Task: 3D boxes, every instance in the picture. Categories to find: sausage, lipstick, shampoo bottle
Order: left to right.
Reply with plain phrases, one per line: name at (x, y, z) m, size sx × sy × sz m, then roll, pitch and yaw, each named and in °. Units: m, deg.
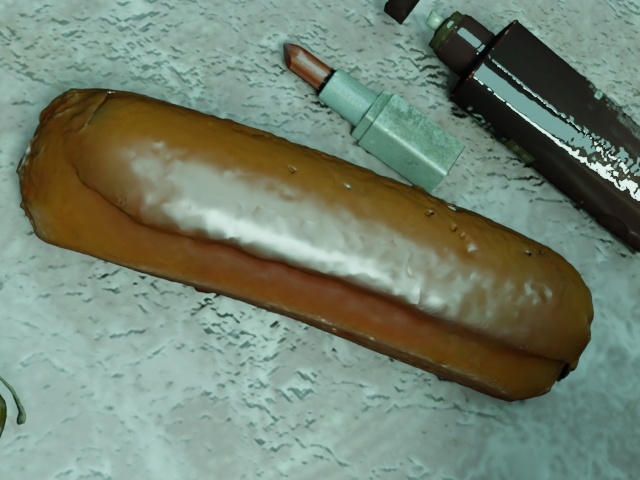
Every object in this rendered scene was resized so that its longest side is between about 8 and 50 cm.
sausage at (0.000, 0.000, 0.562) m, size 0.330 × 0.102 × 0.102 m, roll 20°, pitch 62°, yaw -10°
lipstick at (0.027, -0.082, 0.642) m, size 0.129 × 0.030 × 0.030 m, roll 36°, pitch 60°, yaw -1°
shampoo bottle at (0.140, -0.086, 0.663) m, size 0.236 × 0.068 × 0.067 m, roll 39°, pitch 62°, yaw 1°

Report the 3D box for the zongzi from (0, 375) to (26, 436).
zongzi at (-0.174, 0.154, 0.433) m, size 0.187 × 0.084 × 0.184 m, roll -38°, pitch 83°, yaw -28°
